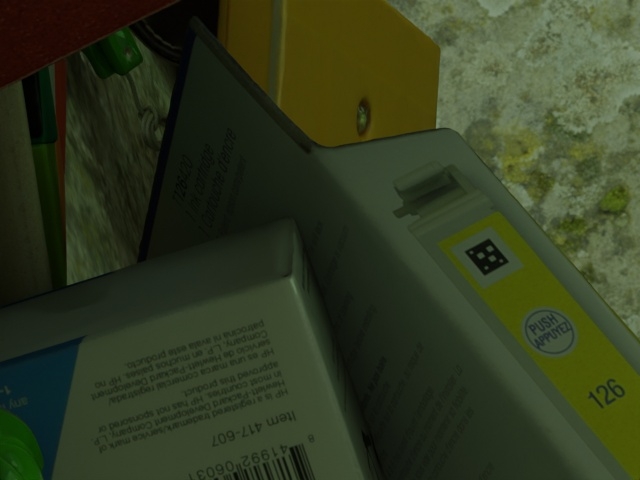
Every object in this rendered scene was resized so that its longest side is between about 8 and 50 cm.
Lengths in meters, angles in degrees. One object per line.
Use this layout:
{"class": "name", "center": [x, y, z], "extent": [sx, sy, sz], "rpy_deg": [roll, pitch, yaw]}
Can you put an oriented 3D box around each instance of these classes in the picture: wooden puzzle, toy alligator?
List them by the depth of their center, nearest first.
{"class": "wooden puzzle", "center": [-0.123, -0.079, 0.730], "extent": [0.221, 0.044, 0.239], "rpy_deg": [91, -12, -49]}
{"class": "toy alligator", "center": [-0.133, -0.132, 1.042], "extent": [0.051, 0.056, 0.190], "rpy_deg": [16, -43, 46]}

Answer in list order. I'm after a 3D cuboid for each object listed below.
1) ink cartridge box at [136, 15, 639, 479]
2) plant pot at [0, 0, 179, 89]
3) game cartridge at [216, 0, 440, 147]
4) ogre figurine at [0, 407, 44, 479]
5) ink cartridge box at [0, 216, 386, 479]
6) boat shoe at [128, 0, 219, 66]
{"class": "ink cartridge box", "center": [0.036, 0.103, 0.737], "extent": [0.307, 0.072, 0.303], "rpy_deg": [54, -29, 22]}
{"class": "plant pot", "center": [-0.124, -0.223, 0.512], "extent": [0.236, 0.267, 0.267], "rpy_deg": [43, 28, -53]}
{"class": "game cartridge", "center": [0.000, 0.000, 1.146], "extent": [0.285, 0.052, 0.324], "rpy_deg": [24, 71, -67]}
{"class": "ogre figurine", "center": [-0.098, 0.112, 0.454], "extent": [0.197, 0.097, 0.118], "rpy_deg": [63, 15, 15]}
{"class": "ink cartridge box", "center": [-0.046, 0.115, 0.643], "extent": [0.086, 0.148, 0.203], "rpy_deg": [-91, 164, -75]}
{"class": "boat shoe", "center": [-0.136, -0.247, 1.065], "extent": [0.123, 0.123, 0.342], "rpy_deg": [-64, 135, -67]}
